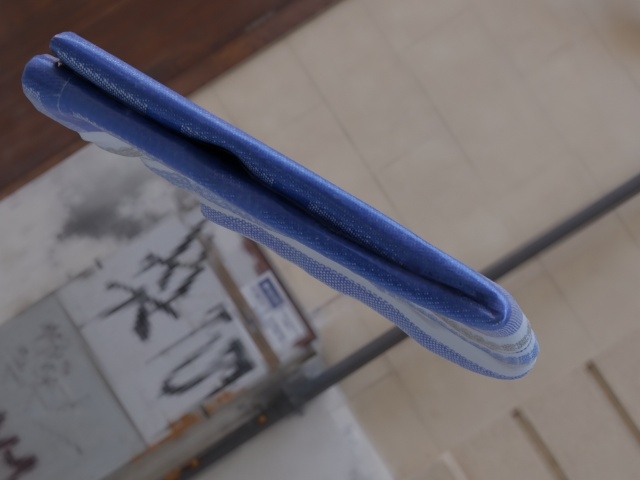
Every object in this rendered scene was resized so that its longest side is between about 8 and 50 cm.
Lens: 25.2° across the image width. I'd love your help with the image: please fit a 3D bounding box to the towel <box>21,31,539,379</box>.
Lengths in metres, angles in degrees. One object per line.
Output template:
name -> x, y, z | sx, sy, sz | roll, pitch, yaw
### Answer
towel -> 0.000, 0.000, 0.633 | 0.209, 0.034, 0.285 | 30, -2, 12
